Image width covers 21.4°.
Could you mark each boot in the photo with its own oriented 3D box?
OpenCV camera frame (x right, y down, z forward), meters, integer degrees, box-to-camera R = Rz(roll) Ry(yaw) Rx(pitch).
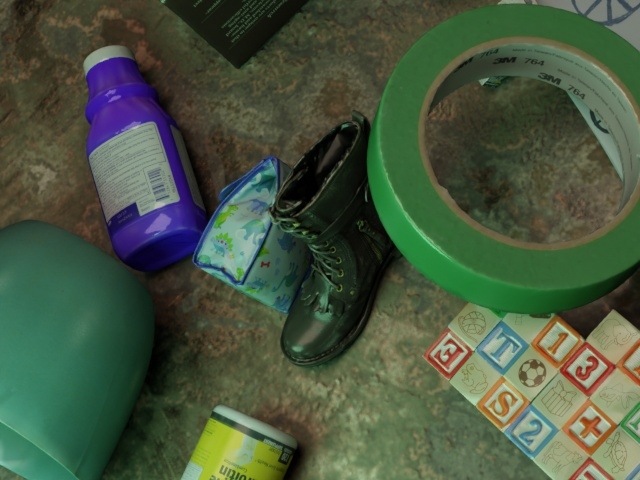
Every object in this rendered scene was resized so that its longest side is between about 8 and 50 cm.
[{"bbox_3d":[0.000,0.000,1.842,0.091,0.229,0.263,32,88,30],"label":"boot"}]

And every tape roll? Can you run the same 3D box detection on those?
[{"bbox_3d":[0.211,-0.086,1.735,0.321,0.077,0.321,3,67,-7],"label":"tape roll"}]

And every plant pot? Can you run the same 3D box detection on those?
[{"bbox_3d":[-0.326,0.121,1.936,0.293,0.293,0.235,19,67,29],"label":"plant pot"}]

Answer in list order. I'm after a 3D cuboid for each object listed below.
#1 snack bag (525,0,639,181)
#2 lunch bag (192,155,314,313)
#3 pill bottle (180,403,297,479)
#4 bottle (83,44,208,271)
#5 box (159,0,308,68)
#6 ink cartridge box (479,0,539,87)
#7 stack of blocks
[{"bbox_3d":[0.415,-0.227,1.837,0.323,0.037,0.342,-34,62,12],"label":"snack bag"},{"bbox_3d":[-0.061,-0.011,1.933,0.096,0.129,0.151,26,86,29],"label":"lunch bag"},{"bbox_3d":[-0.106,0.282,1.870,0.103,0.103,0.184,21,83,29],"label":"pill bottle"},{"bbox_3d":[-0.224,-0.105,2.062,0.118,0.092,0.283,-27,63,14],"label":"bottle"},{"bbox_3d":[-0.128,-0.348,2.036,0.167,0.203,0.168,-44,61,5],"label":"box"},{"bbox_3d":[0.212,-0.233,1.912,0.115,0.029,0.063,-46,57,33],"label":"ink cartridge box"},{"bbox_3d":[0.271,0.157,1.744,0.171,0.087,0.297,-49,60,3],"label":"stack of blocks"}]
